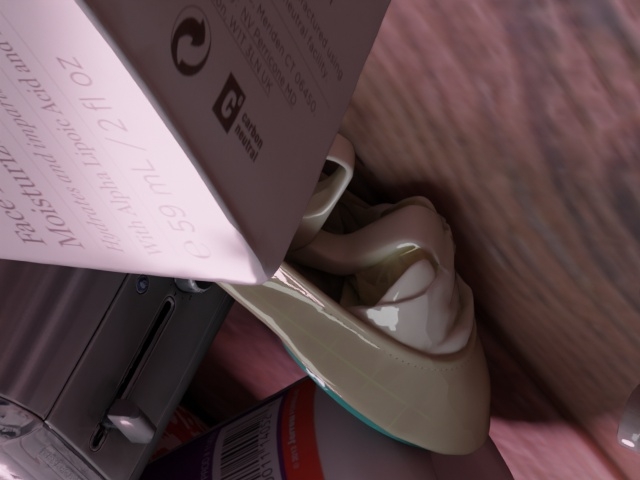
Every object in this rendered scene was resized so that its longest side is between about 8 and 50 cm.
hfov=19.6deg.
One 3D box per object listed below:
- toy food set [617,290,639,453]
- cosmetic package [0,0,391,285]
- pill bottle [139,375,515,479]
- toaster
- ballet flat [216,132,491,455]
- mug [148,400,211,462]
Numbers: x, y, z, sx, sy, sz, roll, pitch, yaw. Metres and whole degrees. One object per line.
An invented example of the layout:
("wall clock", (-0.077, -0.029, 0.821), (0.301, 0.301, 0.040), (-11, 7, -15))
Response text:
("toy food set", (0.169, 0.048, 0.655), (0.104, 0.111, 0.232), (22, 156, 25))
("cosmetic package", (-0.093, -0.095, 0.524), (0.184, 0.151, 0.151), (4, 147, 29))
("pill bottle", (-0.061, 0.194, 0.857), (0.323, 0.181, 0.181), (-29, 131, 18))
("toaster", (-0.157, 0.041, 0.816), (0.227, 0.146, 0.129), (4, 147, 30))
("ballet flat", (0.000, 0.000, 0.720), (0.248, 0.086, 0.086), (37, 149, -26))
("mug", (-0.104, 0.144, 1.007), (0.150, 0.113, 0.169), (-2, 141, 34))
